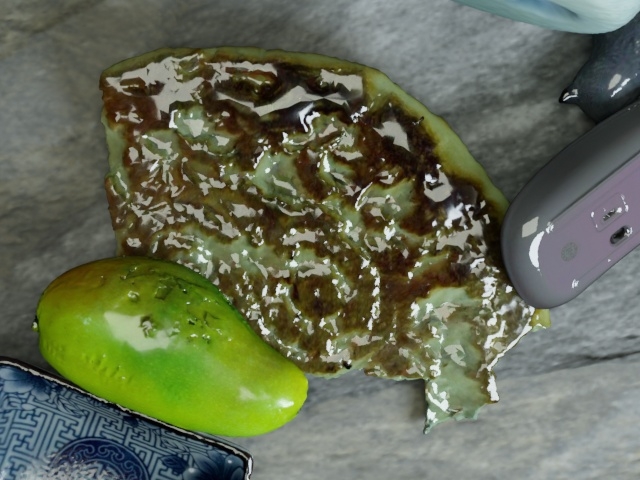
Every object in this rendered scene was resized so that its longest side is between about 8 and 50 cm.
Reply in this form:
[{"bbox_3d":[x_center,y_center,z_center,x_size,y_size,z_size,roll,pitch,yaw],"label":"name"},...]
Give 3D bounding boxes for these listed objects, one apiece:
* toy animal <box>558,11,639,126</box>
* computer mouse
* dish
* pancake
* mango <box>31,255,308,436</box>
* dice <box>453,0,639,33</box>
[{"bbox_3d":[0.297,-0.179,1.193,0.121,0.117,0.210,33,89,-10],"label":"toy animal"},{"bbox_3d":[0.246,-0.037,1.205,0.232,0.057,0.120,-38,125,-11],"label":"computer mouse"},{"bbox_3d":[-0.197,0.217,1.212,0.243,0.080,0.182,22,92,-5],"label":"dish"},{"bbox_3d":[0.001,-0.006,1.227,0.427,0.067,0.305,13,100,-4],"label":"pancake"},{"bbox_3d":[-0.120,0.086,1.160,0.233,0.111,0.125,19,108,-1],"label":"mango"},{"bbox_3d":[0.160,-0.325,1.100,0.262,0.264,0.268,21,91,0],"label":"dice"}]
